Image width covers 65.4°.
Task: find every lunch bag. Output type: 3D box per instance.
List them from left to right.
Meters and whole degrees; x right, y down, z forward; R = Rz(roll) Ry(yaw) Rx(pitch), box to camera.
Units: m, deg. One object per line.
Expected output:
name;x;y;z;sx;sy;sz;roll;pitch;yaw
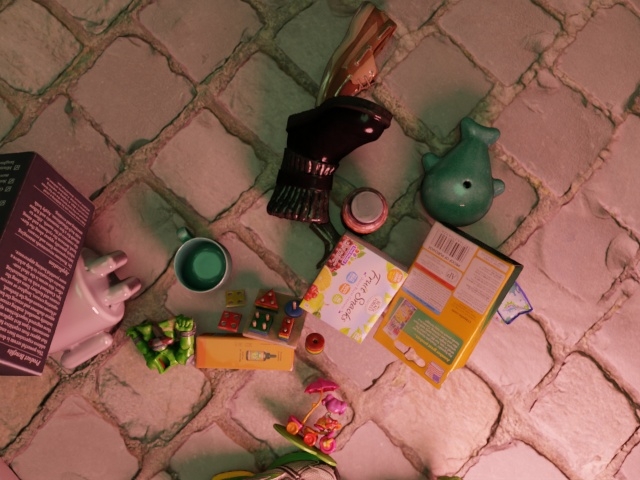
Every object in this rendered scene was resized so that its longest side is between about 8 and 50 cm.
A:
lunch bag;0.411;0.116;1.185;0.096;0.129;0.151;-29;87;-2

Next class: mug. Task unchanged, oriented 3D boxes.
mug;-0.280;0.047;1.211;0.129;0.097;0.158;0;86;1

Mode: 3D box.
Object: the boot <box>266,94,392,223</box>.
boot;0.013;-0.165;1.130;0.131;0.348;0.260;17;82;-31

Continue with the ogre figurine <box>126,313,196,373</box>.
ogre figurine;-0.376;0.250;1.197;0.197;0.097;0.118;-15;95;5

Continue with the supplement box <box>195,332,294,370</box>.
supplement box;-0.179;0.268;1.208;0.233;0.080;0.078;2;87;2

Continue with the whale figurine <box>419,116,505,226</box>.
whale figurine;0.349;-0.167;1.196;0.216;0.141;0.272;23;86;2

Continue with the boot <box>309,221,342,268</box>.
boot;0.000;0.000;1.241;0.106;0.037;0.114;-38;90;-15

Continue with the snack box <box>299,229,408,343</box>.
snack box;0.078;0.108;1.168;0.174;0.070;0.207;32;106;-1

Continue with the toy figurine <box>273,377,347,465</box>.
toy figurine;0.002;0.412;1.178;0.173;0.130;0.159;28;78;14

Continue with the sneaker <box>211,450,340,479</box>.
sneaker;-0.118;0.597;1.153;0.343;0.146;0.134;-16;86;-1

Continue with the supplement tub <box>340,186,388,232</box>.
supplement tub;0.101;-0.066;1.164;0.106;0.198;0.106;0;88;0

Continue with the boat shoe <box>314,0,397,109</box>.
boat shoe;0.087;-0.428;1.228;0.116;0.123;0.324;27;89;0

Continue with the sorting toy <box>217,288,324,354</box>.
sorting toy;-0.112;0.174;1.190;0.274;0.046;0.132;13;51;7

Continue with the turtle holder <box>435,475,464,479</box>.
turtle holder;0.242;0.695;1.102;0.320;0.227;0.243;-35;86;-1

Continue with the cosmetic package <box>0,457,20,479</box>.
cosmetic package;-0.795;0.616;1.182;0.127;0.107;0.238;-41;84;-2

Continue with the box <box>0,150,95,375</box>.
box;-0.681;0.049;0.988;0.293;0.212;0.396;-2;62;12

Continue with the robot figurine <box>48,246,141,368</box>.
robot figurine;-0.606;0.148;1.157;0.353;0.200;0.300;-25;94;-1

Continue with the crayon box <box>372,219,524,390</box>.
crayon box;0.281;0.144;1.135;0.203;0.083;0.323;36;108;32
